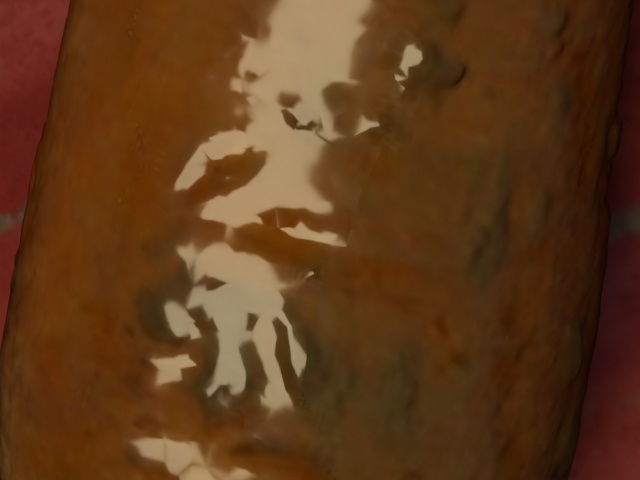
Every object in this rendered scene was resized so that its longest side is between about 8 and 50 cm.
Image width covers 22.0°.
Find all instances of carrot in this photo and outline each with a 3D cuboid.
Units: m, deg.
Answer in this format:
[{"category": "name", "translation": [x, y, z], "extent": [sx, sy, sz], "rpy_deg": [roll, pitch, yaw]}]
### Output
[{"category": "carrot", "translation": [0.000, 0.000, 0.607], "extent": [0.224, 0.224, 0.341], "rpy_deg": [20, 108, 21]}]
